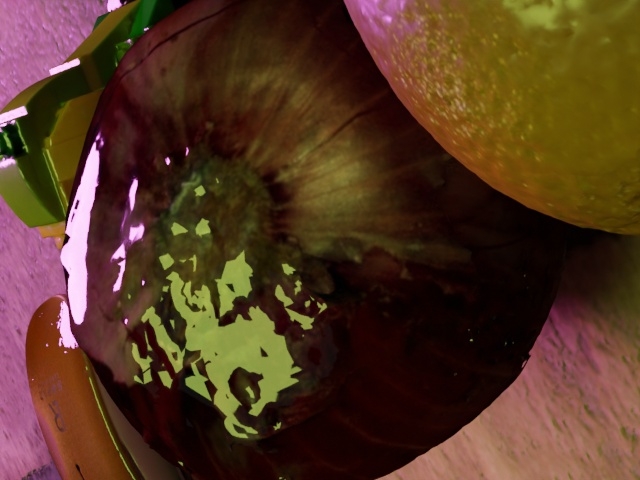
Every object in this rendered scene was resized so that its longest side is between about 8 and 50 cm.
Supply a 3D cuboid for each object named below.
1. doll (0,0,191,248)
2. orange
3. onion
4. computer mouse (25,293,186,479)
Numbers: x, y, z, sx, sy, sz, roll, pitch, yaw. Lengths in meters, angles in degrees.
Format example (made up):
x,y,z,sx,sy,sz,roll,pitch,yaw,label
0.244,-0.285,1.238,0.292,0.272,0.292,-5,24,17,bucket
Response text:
x,y,z,sx,sy,sz,roll,pitch,yaw,label
-0.101,-0.080,0.930,0.134,0.186,0.106,45,154,-23,doll
0.106,-0.119,0.560,0.236,0.236,0.236,33,136,40,orange
0.000,0.000,0.815,0.252,0.219,0.252,-4,78,22,onion
-0.153,0.156,1.266,0.126,0.056,0.245,-28,88,58,computer mouse
